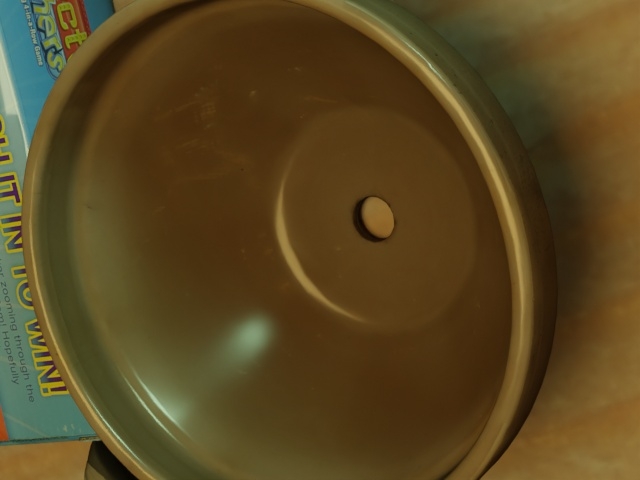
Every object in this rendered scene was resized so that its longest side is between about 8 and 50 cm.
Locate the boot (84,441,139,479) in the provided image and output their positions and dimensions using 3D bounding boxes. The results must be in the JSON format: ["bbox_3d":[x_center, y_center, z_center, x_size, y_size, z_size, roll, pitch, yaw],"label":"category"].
[{"bbox_3d":[-0.052,0.221,0.879,0.236,0.085,0.178,44,123,22],"label":"boot"}]

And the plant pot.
[{"bbox_3d":[0.000,0.000,0.768,0.237,0.110,0.237,9,109,28],"label":"plant pot"}]

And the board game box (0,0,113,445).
[{"bbox_3d":[-0.235,-0.049,0.913,0.302,0.086,0.308,-8,99,32],"label":"board game box"}]
